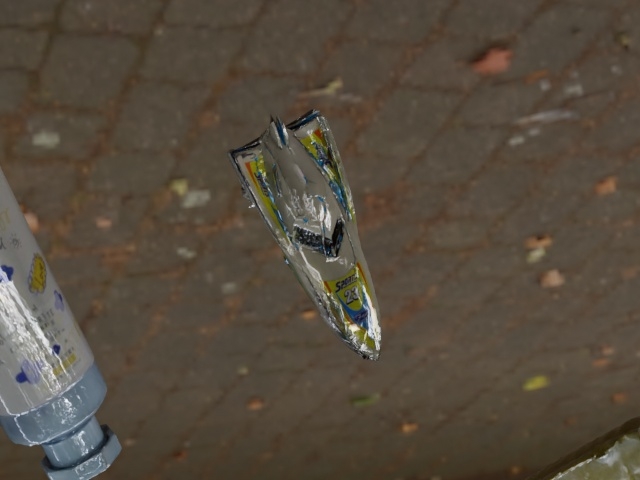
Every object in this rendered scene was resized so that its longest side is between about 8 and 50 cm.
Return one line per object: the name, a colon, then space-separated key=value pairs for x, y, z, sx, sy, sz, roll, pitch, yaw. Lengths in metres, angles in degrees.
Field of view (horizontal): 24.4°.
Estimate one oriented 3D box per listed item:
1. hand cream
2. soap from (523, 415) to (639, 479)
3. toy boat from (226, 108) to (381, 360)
hand cream: x=-0.122 y=0.016 z=0.545 sx=0.043 sy=0.170 sz=0.065 roll=-5 pitch=-151 yaw=34
soap: x=0.221 y=0.251 z=1.101 sx=0.091 sy=0.199 sz=0.315 roll=-30 pitch=170 yaw=-37
toy boat: x=0.000 y=0.000 z=1.150 sx=0.084 sy=0.210 sz=0.066 roll=-28 pitch=-175 yaw=-22
